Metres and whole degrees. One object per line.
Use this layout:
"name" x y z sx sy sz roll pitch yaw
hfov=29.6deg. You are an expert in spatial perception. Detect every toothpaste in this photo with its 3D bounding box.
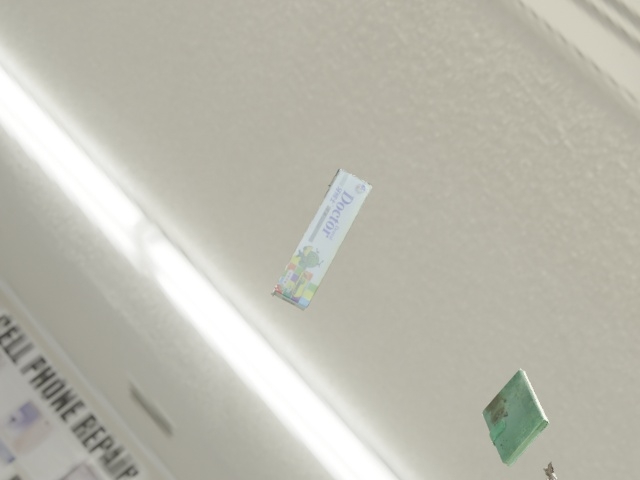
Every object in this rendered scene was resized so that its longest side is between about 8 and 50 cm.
"toothpaste" 0.000 0.000 1.372 0.046 0.164 0.034 29 -12 0

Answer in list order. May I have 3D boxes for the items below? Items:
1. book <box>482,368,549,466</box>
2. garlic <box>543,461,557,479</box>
"book" 0.294 0.272 1.851 0.017 0.103 0.135 30 20 -21
"garlic" 0.196 0.317 1.332 0.256 0.207 0.207 45 -23 10
